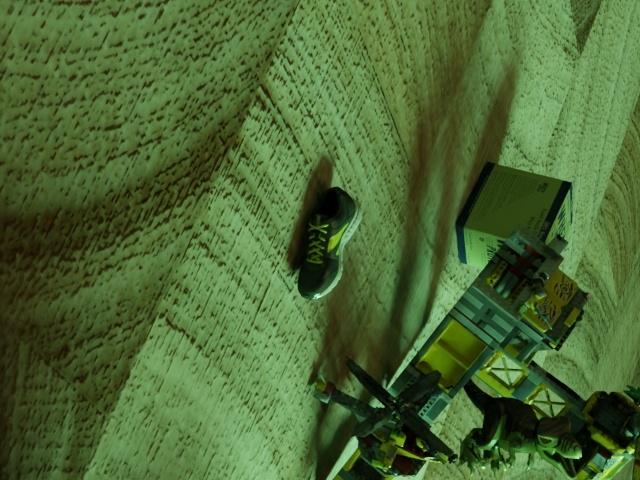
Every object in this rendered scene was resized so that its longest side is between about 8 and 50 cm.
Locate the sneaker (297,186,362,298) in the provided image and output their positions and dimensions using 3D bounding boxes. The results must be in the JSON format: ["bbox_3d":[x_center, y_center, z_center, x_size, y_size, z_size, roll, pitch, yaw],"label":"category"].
[{"bbox_3d":[0.000,0.000,1.069,0.035,0.031,0.083,50,52,-49],"label":"sneaker"}]

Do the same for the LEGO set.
[{"bbox_3d":[0.157,0.144,1.237,0.331,0.255,0.192,-35,164,-43],"label":"LEGO set"}]

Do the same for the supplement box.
[{"bbox_3d":[0.178,-0.016,1.424,0.056,0.083,0.083,78,34,-50],"label":"supplement box"}]
